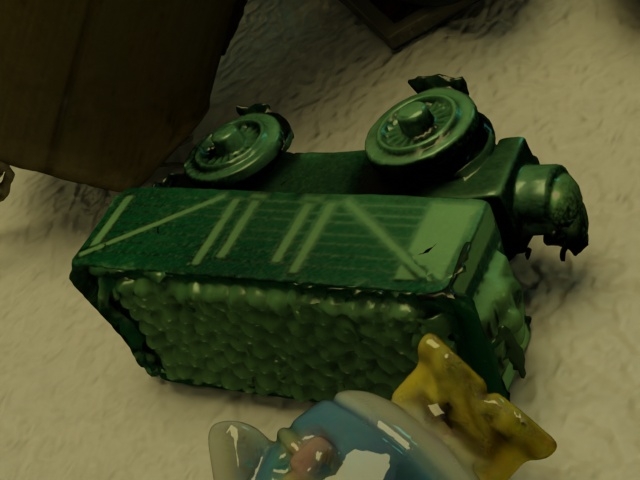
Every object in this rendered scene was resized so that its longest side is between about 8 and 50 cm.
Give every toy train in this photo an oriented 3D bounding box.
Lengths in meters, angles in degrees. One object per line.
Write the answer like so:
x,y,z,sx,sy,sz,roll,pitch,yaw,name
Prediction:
0.000,0.000,0.630,0.270,0.115,0.154,4,46,31,toy train

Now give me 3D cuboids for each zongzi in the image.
-0.158,-0.278,0.855,0.218,0.499,0.467,9,33,-14,zongzi

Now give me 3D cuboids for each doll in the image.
-0.007,0.148,0.488,0.241,0.135,0.099,-45,19,-18,doll

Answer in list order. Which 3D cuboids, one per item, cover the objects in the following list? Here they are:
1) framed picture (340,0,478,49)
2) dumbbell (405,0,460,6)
0.121,-0.243,0.900,0.250,0.016,0.184,-30,39,-3,framed picture
0.128,-0.315,0.817,0.185,0.185,0.388,23,60,43,dumbbell
